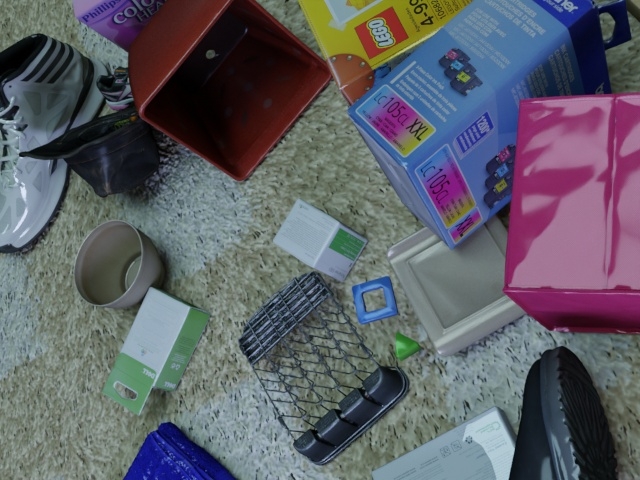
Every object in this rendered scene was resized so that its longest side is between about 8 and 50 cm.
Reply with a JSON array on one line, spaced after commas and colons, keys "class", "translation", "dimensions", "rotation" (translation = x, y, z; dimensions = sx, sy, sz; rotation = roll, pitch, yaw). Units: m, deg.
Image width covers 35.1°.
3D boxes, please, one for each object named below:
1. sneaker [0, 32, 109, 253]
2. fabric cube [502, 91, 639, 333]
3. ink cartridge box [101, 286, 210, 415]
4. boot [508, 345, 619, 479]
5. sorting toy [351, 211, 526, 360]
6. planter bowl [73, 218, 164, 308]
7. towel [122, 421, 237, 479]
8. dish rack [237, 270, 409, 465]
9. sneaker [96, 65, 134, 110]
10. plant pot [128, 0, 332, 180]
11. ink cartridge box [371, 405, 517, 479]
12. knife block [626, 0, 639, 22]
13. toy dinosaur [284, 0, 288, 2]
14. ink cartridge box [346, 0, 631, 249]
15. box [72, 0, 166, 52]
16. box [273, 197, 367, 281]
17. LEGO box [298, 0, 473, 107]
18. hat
[{"class": "sneaker", "translation": [-0.621, -0.208, 2.016], "dimensions": [0.169, 0.257, 0.447], "rotation": [21, 85, 35]}, {"class": "fabric cube", "translation": [0.401, -0.026, 1.316], "dimensions": [0.259, 0.254, 0.258], "rotation": [0, 73, 26]}, {"class": "ink cartridge box", "translation": [-0.292, 0.199, 1.790], "dimensions": [0.109, 0.062, 0.209], "rotation": [22, 86, 35]}, {"class": "boot", "translation": [0.168, 0.368, 1.353], "dimensions": [0.445, 0.146, 0.367], "rotation": [-25, 47, 30]}, {"class": "sorting toy", "translation": [0.220, 0.055, 1.528], "dimensions": [0.348, 0.047, 0.196], "rotation": [-30, 64, 7]}, {"class": "planter bowl", "translation": [-0.356, 0.054, 1.852], "dimensions": [0.162, 0.109, 0.162], "rotation": [-11, 68, 28]}, {"class": "towel", "translation": [-0.221, 0.464, 1.646], "dimensions": [0.308, 0.076, 0.227], "rotation": [32, 91, 35]}, {"class": "dish rack", "translation": [-0.010, 0.193, 1.617], "dimensions": [0.208, 0.074, 0.271], "rotation": [-42, 55, 11]}, {"class": "sneaker", "translation": [-0.371, -0.313, 1.999], "dimensions": [0.178, 0.077, 0.072], "rotation": [-17, 49, 26]}, {"class": "plant pot", "translation": [-0.191, -0.315, 1.803], "dimensions": [0.267, 0.267, 0.236], "rotation": [-49, 46, 8]}, {"class": "ink cartridge box", "translation": [0.207, 0.383, 1.429], "dimensions": [0.223, 0.045, 0.224], "rotation": [-32, 60, 18]}, {"class": "knife block", "translation": [0.470, -0.387, 1.513], "dimensions": [0.242, 0.088, 0.275], "rotation": [4, 76, 33]}, {"class": "toy dinosaur", "translation": [-0.019, -0.499, 1.872], "dimensions": [0.268, 0.064, 0.118], "rotation": [-5, 64, 27]}, {"class": "ink cartridge box", "translation": [0.262, -0.207, 1.440], "dimensions": [0.395, 0.270, 0.151], "rotation": [-42, 57, -2]}, {"class": "box", "translation": [-0.312, -0.462, 1.926], "dimensions": [0.214, 0.243, 0.117], "rotation": [-25, 62, 22]}, {"class": "box", "translation": [0.000, 0.000, 1.656], "dimensions": [0.102, 0.101, 0.087], "rotation": [33, 92, 35]}, {"class": "LEGO box", "translation": [0.135, -0.474, 1.652], "dimensions": [0.373, 0.193, 0.500], "rotation": [-28, 61, 10]}, {"class": "hat", "translation": [-0.395, -0.158, 1.898], "dimensions": [0.331, 0.331, 0.134], "rotation": [-7, 109, 30]}]
